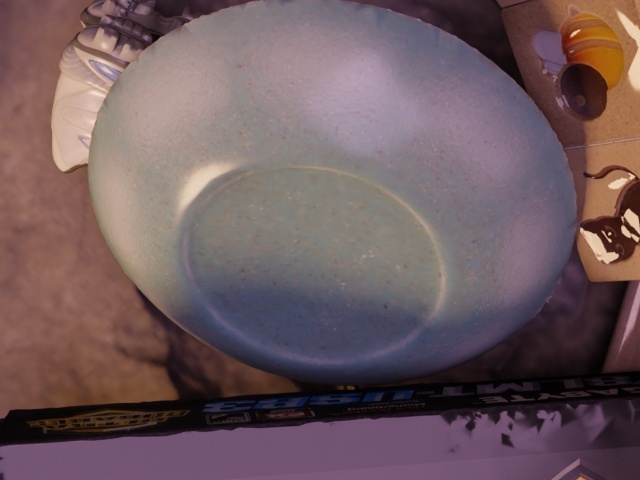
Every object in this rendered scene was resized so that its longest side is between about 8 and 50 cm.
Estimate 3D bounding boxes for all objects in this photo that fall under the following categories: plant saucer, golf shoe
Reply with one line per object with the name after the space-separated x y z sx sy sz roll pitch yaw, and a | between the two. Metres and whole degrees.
0.000 0.000 0.489 0.194 0.037 0.195 5 131 6 | plant saucer
-0.029 -0.033 0.532 0.176 0.069 0.086 26 120 -6 | golf shoe

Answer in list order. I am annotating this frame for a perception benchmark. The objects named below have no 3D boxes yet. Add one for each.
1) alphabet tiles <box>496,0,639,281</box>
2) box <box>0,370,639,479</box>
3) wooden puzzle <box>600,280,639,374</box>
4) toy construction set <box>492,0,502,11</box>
0.191 -0.073 0.354 0.011 0.342 0.285 -34 108 -38 | alphabet tiles
0.025 0.207 0.501 0.295 0.073 0.293 -2 92 -8 | box
0.216 0.130 0.573 0.220 0.044 0.239 14 93 -4 | wooden puzzle
0.224 -0.054 0.487 0.215 0.151 0.328 -44 81 22 | toy construction set
